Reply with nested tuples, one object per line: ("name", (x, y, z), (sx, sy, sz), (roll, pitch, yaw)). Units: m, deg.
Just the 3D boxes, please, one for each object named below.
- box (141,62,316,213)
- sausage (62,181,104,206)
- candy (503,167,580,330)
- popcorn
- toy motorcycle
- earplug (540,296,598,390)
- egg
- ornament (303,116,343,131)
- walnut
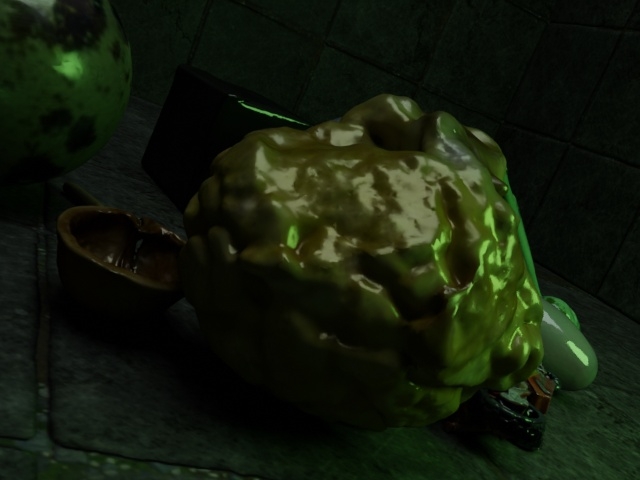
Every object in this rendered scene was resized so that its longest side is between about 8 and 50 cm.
("box", (-0.205, -0.196, 1.531), (0.204, 0.251, 0.345), (16, 14, -32))
("sausage", (-0.367, -0.062, 1.145), (0.132, 0.024, 0.024), (31, 13, 39))
("candy", (0.380, 0.054, 1.327), (0.119, 0.119, 0.440), (39, -21, 55))
("popcorn", (0.049, 0.036, 0.789), (0.390, 0.354, 0.344), (-17, 66, -19))
("toy motorcycle", (0.231, 0.194, 0.969), (0.171, 0.089, 0.298), (26, 12, 20))
("earplug", (0.339, 0.147, 1.259), (0.301, 0.172, 0.172), (35, 15, 28))
("egg", (-0.460, -0.255, 1.048), (0.345, 0.345, 0.428), (13, 7, -42))
("ornament", (0.063, -0.051, 1.220), (0.337, 0.337, 0.337), (22, 11, -5))
("walnut", (-0.222, 0.036, 0.804), (0.167, 0.087, 0.211), (29, 12, -7))
